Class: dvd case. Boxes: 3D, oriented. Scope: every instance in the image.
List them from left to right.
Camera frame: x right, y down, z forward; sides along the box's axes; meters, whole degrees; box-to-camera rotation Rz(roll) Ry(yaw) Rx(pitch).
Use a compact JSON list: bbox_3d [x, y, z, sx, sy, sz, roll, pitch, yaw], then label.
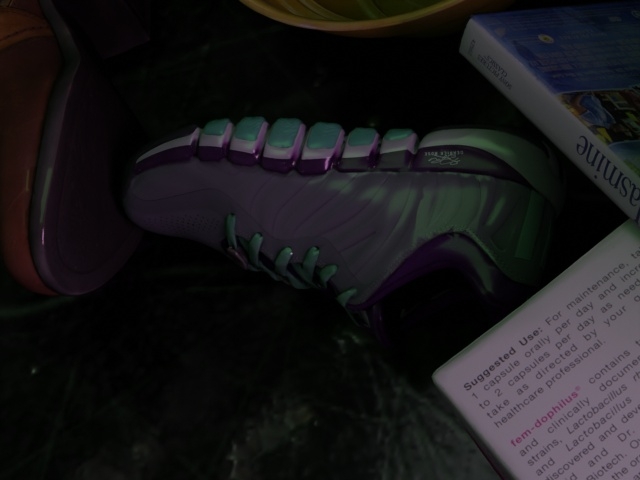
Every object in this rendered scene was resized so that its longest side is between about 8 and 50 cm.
[{"bbox_3d":[0.196,-0.025,0.780,0.180,0.022,0.253,-9,42,-33],"label":"dvd case"}]

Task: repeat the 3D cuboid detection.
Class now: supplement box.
[{"bbox_3d":[0.156,0.112,0.723,0.114,0.111,0.220,-39,52,-2],"label":"supplement box"}]

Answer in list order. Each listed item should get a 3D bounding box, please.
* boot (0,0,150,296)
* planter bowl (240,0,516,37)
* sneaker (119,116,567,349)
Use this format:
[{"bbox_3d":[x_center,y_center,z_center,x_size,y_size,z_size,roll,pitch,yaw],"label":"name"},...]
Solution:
[{"bbox_3d":[-0.233,-0.048,1.023,0.280,0.096,0.264,-17,54,16],"label":"boot"},{"bbox_3d":[0.053,-0.169,0.966,0.217,0.090,0.217,-12,55,18],"label":"planter bowl"},{"bbox_3d":[0.000,0.000,0.892,0.224,0.083,0.098,-1,64,24],"label":"sneaker"}]
